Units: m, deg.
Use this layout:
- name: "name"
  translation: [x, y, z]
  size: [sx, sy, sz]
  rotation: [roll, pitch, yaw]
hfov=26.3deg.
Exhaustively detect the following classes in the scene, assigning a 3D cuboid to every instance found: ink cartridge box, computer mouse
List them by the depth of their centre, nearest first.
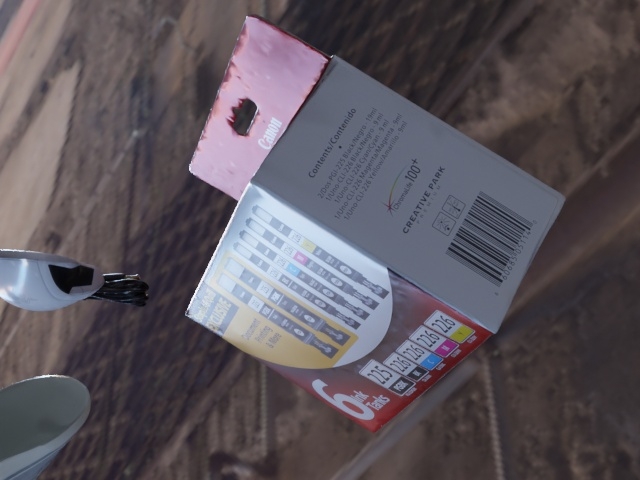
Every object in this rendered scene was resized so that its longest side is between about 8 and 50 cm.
- name: "ink cartridge box"
  translation: [0.000, 0.000, 1.097]
  size: [0.271, 0.309, 0.130]
  rotation: [32, -115, 0]
- name: "computer mouse"
  translation: [-0.214, 0.038, 1.101]
  size: [0.106, 0.042, 0.193]
  rotation: [4, 174, 14]

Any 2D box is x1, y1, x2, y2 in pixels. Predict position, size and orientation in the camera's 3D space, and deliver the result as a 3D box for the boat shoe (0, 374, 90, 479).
- name: "boat shoe"
  translation: [-0.296, 0.205, 1.205]
  size: [0.079, 0.081, 0.227]
  rotation: [33, -128, 25]
